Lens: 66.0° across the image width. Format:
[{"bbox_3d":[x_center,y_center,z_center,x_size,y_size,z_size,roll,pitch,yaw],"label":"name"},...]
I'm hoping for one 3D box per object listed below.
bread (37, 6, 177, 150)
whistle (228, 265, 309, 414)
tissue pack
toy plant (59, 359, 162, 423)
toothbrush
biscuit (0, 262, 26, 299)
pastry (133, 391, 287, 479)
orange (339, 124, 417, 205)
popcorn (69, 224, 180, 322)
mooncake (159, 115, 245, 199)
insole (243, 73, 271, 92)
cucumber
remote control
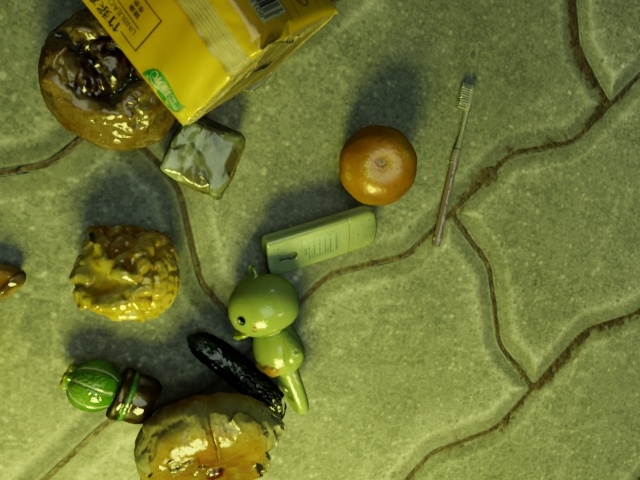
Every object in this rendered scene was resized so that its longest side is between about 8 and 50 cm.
[{"bbox_3d":[-0.335,-0.259,0.793,0.229,0.123,0.230,-3,100,-17],"label":"bread"},{"bbox_3d":[-0.096,0.189,0.911,0.141,0.141,0.295,-8,93,-17],"label":"whistle"},{"bbox_3d":[-0.194,-0.408,0.711,0.382,0.228,0.293,53,38,-15],"label":"tissue pack"},{"bbox_3d":[-0.366,0.260,0.859,0.162,0.093,0.093,25,88,-16],"label":"toy plant"},{"bbox_3d":[0.279,-0.162,1.056,0.029,0.024,0.355,11,93,-14],"label":"toothbrush"},{"bbox_3d":[-0.604,0.046,0.779,0.164,0.047,0.208,-46,108,-9],"label":"biscuit"},{"bbox_3d":[-0.199,0.368,0.867,0.235,0.121,0.257,15,126,-31],"label":"pastry"},{"bbox_3d":[0.111,-0.144,0.954,0.154,0.134,0.155,0,93,5],"label":"orange"},{"bbox_3d":[-0.325,0.054,0.826,0.179,0.180,0.170,-18,140,-15],"label":"popcorn"},{"bbox_3d":[-0.205,-0.151,0.872,0.125,0.073,0.130,27,89,-22],"label":"mooncake"},{"bbox_3d":[-0.088,-0.388,0.915,0.081,0.011,0.248,33,86,-20],"label":"insole"},{"bbox_3d":[-0.155,0.254,0.943,0.067,0.067,0.245,-44,106,-9],"label":"cucumber"},{"bbox_3d":[0.000,0.000,0.958,0.233,0.038,0.098,-18,135,-16],"label":"remote control"}]
